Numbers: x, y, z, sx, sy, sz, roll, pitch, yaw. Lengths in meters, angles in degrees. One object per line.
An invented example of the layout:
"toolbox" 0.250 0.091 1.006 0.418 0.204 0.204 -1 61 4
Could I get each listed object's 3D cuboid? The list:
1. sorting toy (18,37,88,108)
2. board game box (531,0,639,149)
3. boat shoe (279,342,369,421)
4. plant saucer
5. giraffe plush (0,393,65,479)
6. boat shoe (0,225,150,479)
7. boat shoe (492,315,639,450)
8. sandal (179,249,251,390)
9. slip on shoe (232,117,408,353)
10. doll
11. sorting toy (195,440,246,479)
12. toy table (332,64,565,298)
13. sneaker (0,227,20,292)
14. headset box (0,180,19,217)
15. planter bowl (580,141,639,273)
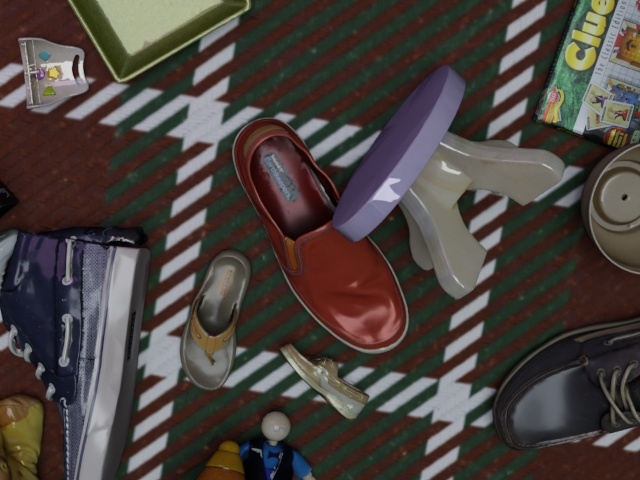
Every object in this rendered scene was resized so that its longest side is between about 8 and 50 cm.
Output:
"sorting toy" -0.320 -0.203 1.251 0.075 0.045 0.083 -6 96 -11
"board game box" 0.372 -0.252 1.302 0.136 0.030 0.259 18 94 -4
"boat shoe" 0.006 0.170 1.309 0.135 0.050 0.045 44 88 -17
"plant saucer" -0.208 -0.313 1.244 0.188 0.045 0.188 -30 98 -1
"giraffe plush" -0.403 0.295 1.227 0.182 0.170 0.210 -26 97 -2
"boat shoe" -0.308 0.143 1.255 0.158 0.127 0.340 8 87 2
"boat shoe" 0.384 0.165 1.292 0.356 0.130 0.132 -26 97 -1
"sandal" -0.130 0.100 1.289 0.072 0.049 0.180 15 94 -6
"slip on shoe" 0.000 0.000 1.264 0.123 0.101 0.331 -31 98 -2
"doll" -0.067 0.307 1.316 0.129 0.046 0.188 6 97 -16
"sorting toy" -0.013 0.339 1.277 0.366 0.127 0.126 21 66 -23
"toy table" 0.140 -0.065 1.209 0.161 0.252 0.274 38 60 -11
"sneaker" -0.411 0.049 1.268 0.061 0.053 0.152 41 95 -22
"headset box" -0.540 -0.084 1.210 0.218 0.110 0.293 -41 97 0
"planter bowl" 0.391 -0.048 1.280 0.162 0.109 0.162 -1 102 -6
